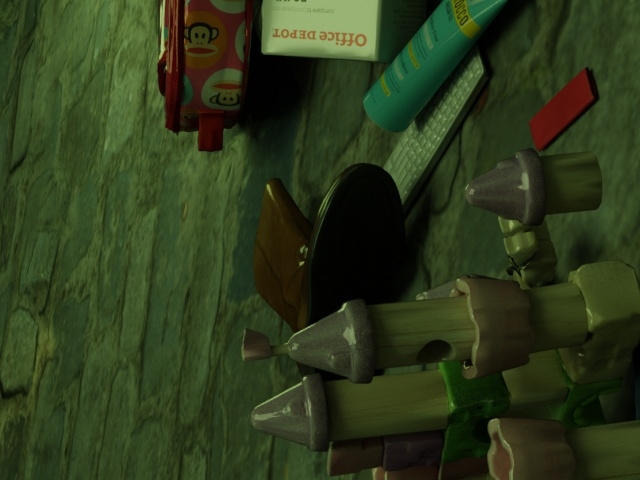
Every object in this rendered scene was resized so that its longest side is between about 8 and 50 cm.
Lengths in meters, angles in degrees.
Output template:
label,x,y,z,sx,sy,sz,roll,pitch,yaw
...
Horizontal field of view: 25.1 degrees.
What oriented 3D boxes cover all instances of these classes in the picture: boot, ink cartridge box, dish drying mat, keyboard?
label,x,y,z,sx,sy,sz,roll,pitch,yaw
boot,0.000,0.000,1.494,0.280,0.096,0.264,-121,28,-60
ink cartridge box,0.026,-0.279,1.422,0.148,0.086,0.203,8,99,35
dish drying mat,0.201,-0.108,1.189,0.083,0.008,0.032,-47,43,50
keyboard,0.095,-0.091,1.400,0.256,0.014,0.072,-60,33,38

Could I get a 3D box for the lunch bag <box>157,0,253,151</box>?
label,x,y,z,sx,sy,sz,roll,pitch,yaw
lunch bag,-0.138,-0.235,1.746,0.293,0.120,0.258,146,124,-82

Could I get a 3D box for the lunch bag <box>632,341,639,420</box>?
label,x,y,z,sx,sy,sz,roll,pitch,yaw
lunch bag,0.251,0.098,0.958,0.067,0.065,0.098,132,140,-74

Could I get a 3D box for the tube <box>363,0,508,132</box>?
label,x,y,z,sx,sy,sz,roll,pitch,yaw
tube,0.115,-0.185,1.333,0.207,0.052,0.080,-50,40,39

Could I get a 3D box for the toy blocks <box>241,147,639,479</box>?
label,x,y,z,sx,sy,sz,roll,pitch,yaw
toy blocks,0.074,0.106,1.012,0.289,0.260,0.309,92,169,-54

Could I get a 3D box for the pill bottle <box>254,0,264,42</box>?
label,x,y,z,sx,sy,sz,roll,pitch,yaw
pill bottle,-0.012,-0.260,1.588,0.160,0.087,0.087,-21,64,61
